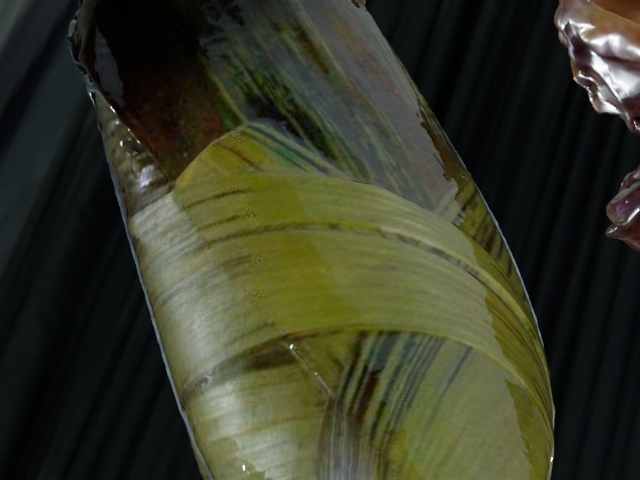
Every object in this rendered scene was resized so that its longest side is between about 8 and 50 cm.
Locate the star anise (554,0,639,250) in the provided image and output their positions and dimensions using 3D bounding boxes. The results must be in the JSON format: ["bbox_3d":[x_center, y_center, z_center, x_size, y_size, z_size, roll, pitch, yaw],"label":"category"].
[{"bbox_3d":[0.205,-0.049,0.813,0.190,0.220,0.126,-17,153,-29],"label":"star anise"}]

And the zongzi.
[{"bbox_3d":[0.000,0.000,0.626,0.138,0.286,0.300,-20,176,-4],"label":"zongzi"}]
